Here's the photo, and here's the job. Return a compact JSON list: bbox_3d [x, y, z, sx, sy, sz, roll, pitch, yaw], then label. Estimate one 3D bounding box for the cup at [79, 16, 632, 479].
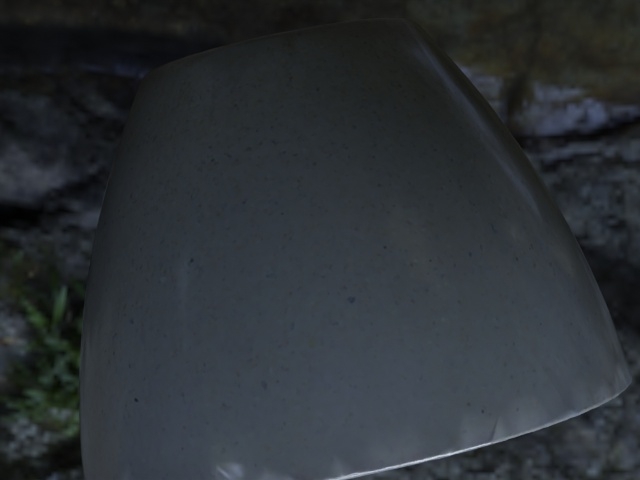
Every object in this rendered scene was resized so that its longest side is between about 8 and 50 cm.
[{"bbox_3d":[0.000,0.000,0.934,0.331,0.237,0.331,-11,180,0],"label":"cup"}]
